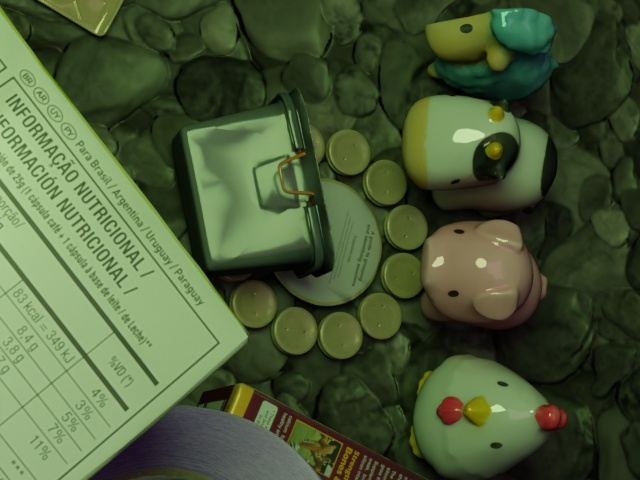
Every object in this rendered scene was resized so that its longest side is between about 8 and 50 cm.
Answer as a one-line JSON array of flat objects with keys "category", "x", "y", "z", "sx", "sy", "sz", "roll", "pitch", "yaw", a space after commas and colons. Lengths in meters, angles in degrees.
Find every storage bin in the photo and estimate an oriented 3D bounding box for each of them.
[{"category": "storage bin", "x": -0.051, "y": -0.034, "z": 1.127, "sx": 0.091, "sy": 0.098, "sz": 0.135, "roll": -11, "pitch": 86, "yaw": -15}]

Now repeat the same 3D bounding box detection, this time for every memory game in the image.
[{"category": "memory game", "x": 0.000, "y": 0.000, "z": 1.198, "sx": 0.186, "sy": 0.012, "sz": 0.186, "roll": 4, "pitch": 79, "yaw": -24}]

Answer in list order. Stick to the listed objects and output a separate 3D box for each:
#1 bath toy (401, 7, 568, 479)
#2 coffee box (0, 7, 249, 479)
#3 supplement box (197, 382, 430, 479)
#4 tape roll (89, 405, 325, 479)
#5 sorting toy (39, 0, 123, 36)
[{"category": "bath toy", "x": 0.128, "y": 0.008, "z": 1.182, "sx": 0.151, "sy": 0.129, "sz": 0.348, "roll": 8, "pitch": 79, "yaw": -36}, {"category": "coffee box", "x": -0.307, "y": 0.041, "z": 0.868, "sx": 0.334, "sy": 0.338, "sz": 0.338, "roll": -41, "pitch": 98, "yaw": -25}, {"category": "supplement box", "x": -0.012, "y": 0.190, "z": 1.122, "sx": 0.188, "sy": 0.081, "sz": 0.104, "roll": 30, "pitch": 71, "yaw": -17}, {"category": "tape roll", "x": -0.095, "y": 0.243, "z": 0.957, "sx": 0.274, "sy": 0.275, "sz": 0.090, "roll": -65, "pitch": 150, "yaw": -19}, {"category": "sorting toy", "x": -0.169, "y": -0.198, "z": 1.152, "sx": 0.062, "sy": 0.012, "sz": 0.083, "roll": 29, "pitch": 74, "yaw": -13}]
